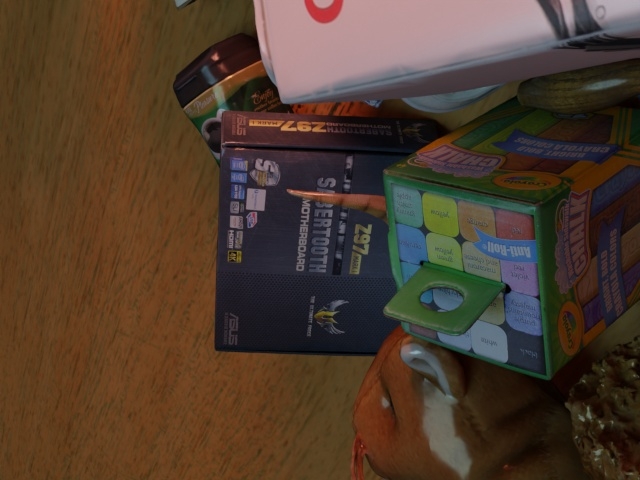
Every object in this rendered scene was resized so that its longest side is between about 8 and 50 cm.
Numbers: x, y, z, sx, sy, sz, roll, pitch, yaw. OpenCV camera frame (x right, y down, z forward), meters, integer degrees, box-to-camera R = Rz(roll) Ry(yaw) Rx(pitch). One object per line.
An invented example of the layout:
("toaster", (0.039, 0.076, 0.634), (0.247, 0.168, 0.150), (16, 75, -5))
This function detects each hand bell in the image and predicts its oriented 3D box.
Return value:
("hand bell", (0.226, -0.107, 0.729), (0.242, 0.126, 0.126), (-4, 111, 50))

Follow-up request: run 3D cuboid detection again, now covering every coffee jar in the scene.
("coffee jar", (-0.061, -0.097, 1.068), (0.096, 0.079, 0.184), (-23, 98, 54))

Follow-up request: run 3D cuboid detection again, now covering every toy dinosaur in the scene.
("toy dinosaur", (0.087, -0.007, 0.921), (0.211, 0.112, 0.064), (39, -165, -40))

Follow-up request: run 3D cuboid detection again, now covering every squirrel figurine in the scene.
("squirrel figurine", (0.211, 0.194, 0.883), (0.397, 0.281, 0.370), (-33, 79, 37))

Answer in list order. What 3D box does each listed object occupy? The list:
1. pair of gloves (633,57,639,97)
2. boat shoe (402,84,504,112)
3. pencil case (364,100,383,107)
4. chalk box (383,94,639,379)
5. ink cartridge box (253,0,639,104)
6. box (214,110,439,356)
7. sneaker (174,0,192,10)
("pair of gloves", (0.218, -0.095, 0.822), (0.159, 0.023, 0.198), (17, 126, 41))
("boat shoe", (0.164, -0.170, 0.679), (0.367, 0.136, 0.156), (-44, 39, 38))
("pencil case", (0.070, -0.245, 0.794), (0.119, 0.133, 0.306), (60, 146, 33))
("chalk box", (0.132, -0.002, 0.785), (0.132, 0.213, 0.132), (16, 125, 41))
("ink cartridge box", (0.150, -0.227, 0.467), (0.395, 0.166, 0.285), (-6, 93, 41))
("box", (0.000, 0.000, 1.002), (0.059, 0.183, 0.232), (-96, 10, -51))
("sneaker", (-0.096, -0.274, 0.998), (0.192, 0.064, 0.086), (-20, 105, 54))
